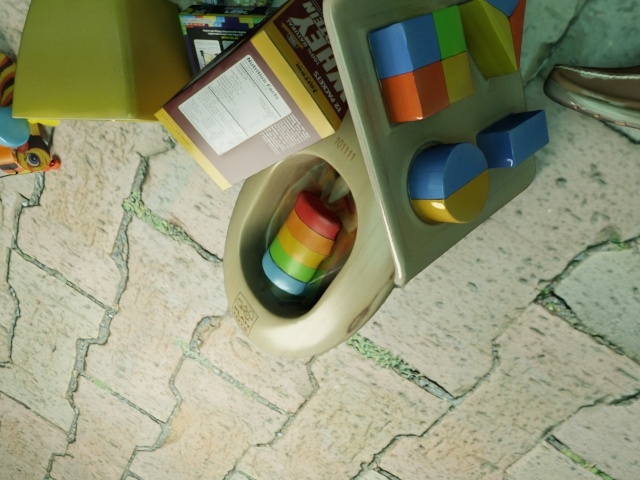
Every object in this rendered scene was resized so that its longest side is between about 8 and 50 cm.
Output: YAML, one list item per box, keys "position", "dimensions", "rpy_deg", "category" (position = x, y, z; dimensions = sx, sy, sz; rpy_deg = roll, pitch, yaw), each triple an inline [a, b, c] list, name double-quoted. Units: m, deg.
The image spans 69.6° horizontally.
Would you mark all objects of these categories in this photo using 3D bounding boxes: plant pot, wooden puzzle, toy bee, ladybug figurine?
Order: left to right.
- position: [-0.587, -0.190, 0.877]
  dimensions: [0.195, 0.162, 0.298]
  rpy_deg: [18, 95, 17]
  category: "toy bee"
- position: [-0.315, -0.279, 0.710]
  dimensions: [0.212, 0.212, 0.187]
  rpy_deg: [5, 103, 15]
  category: "plant pot"
- position: [0.000, 0.000, 0.736]
  dimensions: [0.305, 0.162, 0.449]
  rpy_deg: [50, 123, 22]
  category: "ladybug figurine"
- position: [0.177, -0.157, 0.552]
  dimensions: [0.080, 0.322, 0.348]
  rpy_deg: [13, 127, 48]
  category: "wooden puzzle"

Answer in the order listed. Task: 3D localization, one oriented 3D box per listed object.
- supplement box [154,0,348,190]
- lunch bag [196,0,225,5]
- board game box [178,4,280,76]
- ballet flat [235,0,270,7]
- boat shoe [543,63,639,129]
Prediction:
- position: [-0.065, -0.198, 0.593]
  dimensions: [0.194, 0.191, 0.129]
  rpy_deg: [-19, 123, 35]
  category: "supplement box"
- position: [-0.178, -0.400, 0.684]
  dimensions: [0.071, 0.053, 0.083]
  rpy_deg: [13, 116, 3]
  category: "lunch bag"
- position: [-0.114, -0.279, 0.706]
  dimensions: [0.170, 0.048, 0.141]
  rpy_deg: [9, 136, 12]
  category: "board game box"
- position: [-0.090, -0.436, 0.625]
  dimensions: [0.091, 0.077, 0.241]
  rpy_deg: [19, 120, 5]
  category: "ballet flat"
- position: [0.448, -0.190, 0.567]
  dimensions: [0.324, 0.123, 0.116]
  rpy_deg: [11, 111, 4]
  category: "boat shoe"
